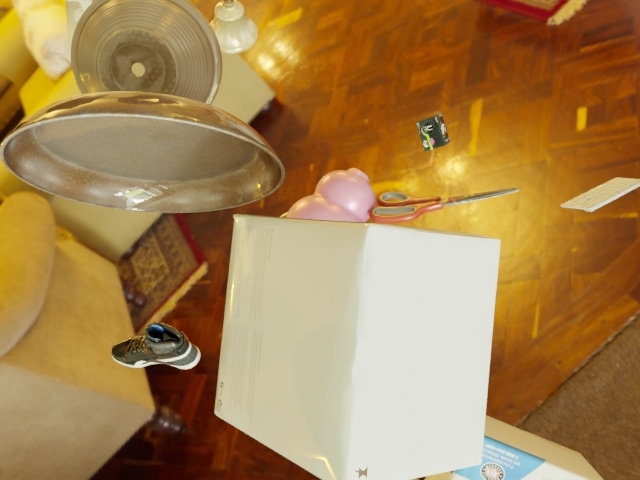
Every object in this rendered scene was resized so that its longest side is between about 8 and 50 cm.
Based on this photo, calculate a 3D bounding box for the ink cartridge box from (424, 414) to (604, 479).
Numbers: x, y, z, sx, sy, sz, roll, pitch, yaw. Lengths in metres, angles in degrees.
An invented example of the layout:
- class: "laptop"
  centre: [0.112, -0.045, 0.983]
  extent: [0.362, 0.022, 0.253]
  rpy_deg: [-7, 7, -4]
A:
- class: "ink cartridge box"
  centre: [0.334, 0.573, 1.286]
  extent: [0.166, 0.286, 0.394]
  rpy_deg: [-74, 7, -84]

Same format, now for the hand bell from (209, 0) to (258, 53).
- class: "hand bell"
  centre: [-0.210, -0.550, 1.467]
  extent: [0.126, 0.242, 0.126]
  rpy_deg: [1, 65, -2]

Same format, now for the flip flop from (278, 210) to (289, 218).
- class: "flip flop"
  centre: [0.001, -0.079, 1.809]
  extent: [0.277, 0.112, 0.080]
  rpy_deg: [-22, 25, 2]

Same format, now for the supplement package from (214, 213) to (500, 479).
- class: "supplement package"
  centre: [0.025, 0.081, 0.573]
  extent: [0.203, 0.149, 0.194]
  rpy_deg: [6, 91, 54]

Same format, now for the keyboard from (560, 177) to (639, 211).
- class: "keyboard"
  centre: [0.644, -0.108, 1.480]
  extent: [0.256, 0.014, 0.072]
  rpy_deg: [-21, 27, -36]

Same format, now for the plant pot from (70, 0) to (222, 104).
- class: "plant pot"
  centre: [-0.276, -0.273, 1.018]
  extent: [0.237, 0.237, 0.109]
  rpy_deg: [-40, 19, 12]

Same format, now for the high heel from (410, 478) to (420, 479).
- class: "high heel"
  centre: [0.133, 0.618, 1.568]
  extent: [0.186, 0.261, 0.093]
  rpy_deg: [-56, 16, -4]

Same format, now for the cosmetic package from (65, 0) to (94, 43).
- class: "cosmetic package"
  centre: [-0.548, -0.509, 1.493]
  extent: [0.041, 0.060, 0.115]
  rpy_deg: [-107, 21, -55]

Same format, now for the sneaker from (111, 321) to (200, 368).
- class: "sneaker"
  centre: [-0.381, 0.221, 1.437]
  extent: [0.217, 0.121, 0.079]
  rpy_deg: [-1, 51, 16]

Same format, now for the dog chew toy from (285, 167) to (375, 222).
- class: "dog chew toy"
  centre: [0.000, 0.000, 1.352]
  extent: [0.207, 0.207, 0.331]
  rpy_deg: [24, 83, 50]

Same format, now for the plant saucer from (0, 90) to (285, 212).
- class: "plant saucer"
  centre: [-0.196, -0.097, 0.754]
  extent: [0.311, 0.311, 0.050]
  rpy_deg: [-11, 72, 38]

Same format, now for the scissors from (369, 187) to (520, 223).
- class: "scissors"
  centre: [0.248, -0.070, 1.305]
  extent: [0.298, 0.021, 0.109]
  rpy_deg: [0, 33, 12]

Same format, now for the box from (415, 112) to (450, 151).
- class: "box"
  centre: [0.300, -0.287, 1.735]
  extent: [0.062, 0.083, 0.052]
  rpy_deg: [-15, 11, 31]
